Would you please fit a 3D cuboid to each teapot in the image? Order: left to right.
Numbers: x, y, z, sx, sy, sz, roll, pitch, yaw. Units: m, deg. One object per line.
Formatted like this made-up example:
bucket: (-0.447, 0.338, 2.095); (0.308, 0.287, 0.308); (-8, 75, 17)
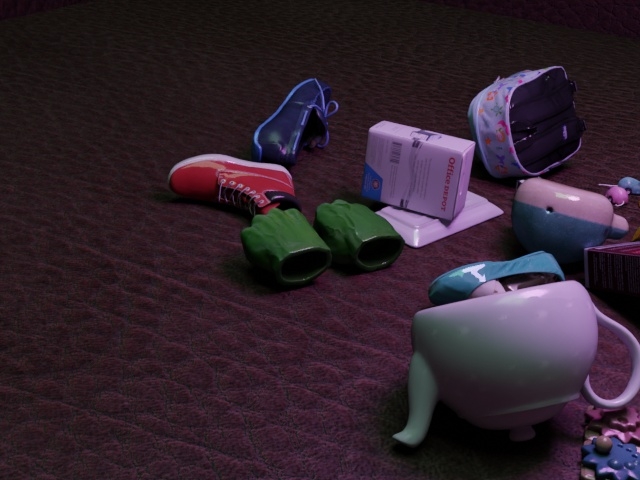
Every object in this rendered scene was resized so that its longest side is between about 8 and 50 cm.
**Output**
teapot: (0.247, 0.161, 1.148); (0.256, 0.187, 0.252); (-17, -9, 35)

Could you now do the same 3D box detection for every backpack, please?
backpack: (0.434, -0.251, 1.954); (0.191, 0.225, 0.253); (-2, 21, 42)

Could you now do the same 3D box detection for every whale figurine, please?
whale figurine: (0.449, -0.027, 1.641); (0.216, 0.141, 0.272); (18, 5, 28)

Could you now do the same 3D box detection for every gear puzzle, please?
gear puzzle: (0.494, 0.278, 1.096); (0.339, 0.044, 0.175); (12, 27, 15)

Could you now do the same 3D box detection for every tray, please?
tray: (0.222, -0.057, 1.741); (0.270, 0.030, 0.145); (-20, 36, -39)

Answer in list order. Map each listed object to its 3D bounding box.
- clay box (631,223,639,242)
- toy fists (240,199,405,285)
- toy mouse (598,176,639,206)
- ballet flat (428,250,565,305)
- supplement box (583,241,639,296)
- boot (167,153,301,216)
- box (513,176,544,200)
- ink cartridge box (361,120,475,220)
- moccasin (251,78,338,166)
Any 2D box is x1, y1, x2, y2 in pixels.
clay box: (0.620, -0.008, 1.514); (0.127, 0.053, 0.222); (27, -8, 8)
toy fists: (0.000, 0.000, 1.526); (0.279, 0.096, 0.142); (-10, 40, -30)
toy mouse: (0.651, -0.107, 1.904); (0.161, 0.031, 0.143); (-14, 32, -33)
ballet flat: (0.294, 0.076, 1.437); (0.247, 0.083, 0.087); (-12, 45, -25)
supplement box: (0.550, 0.048, 1.442); (0.130, 0.073, 0.239); (-6, 5, -20)
boot: (-0.162, -0.088, 1.686); (0.244, 0.088, 0.176); (2, 28, -13)
box: (0.440, -0.087, 1.809); (0.062, 0.052, 0.083); (-10, 31, -23)
ink cartridge box: (0.183, -0.134, 1.698); (0.191, 0.139, 0.082); (16, 27, 20)
moccasin: (-0.038, -0.245, 1.998); (0.117, 0.137, 0.342); (17, 43, 15)
